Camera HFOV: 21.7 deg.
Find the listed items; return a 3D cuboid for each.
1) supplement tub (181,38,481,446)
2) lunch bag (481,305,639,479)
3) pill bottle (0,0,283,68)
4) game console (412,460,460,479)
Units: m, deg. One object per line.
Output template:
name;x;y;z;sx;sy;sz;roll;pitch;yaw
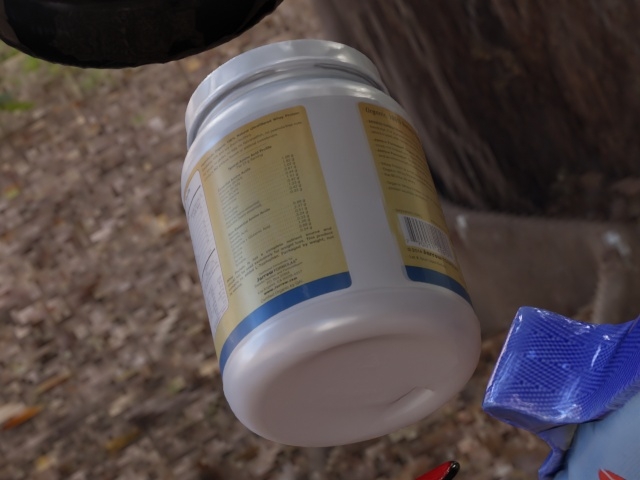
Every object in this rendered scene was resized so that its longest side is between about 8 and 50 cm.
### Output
supplement tub;0.000;0.000;0.950;0.144;0.144;0.200;-23;56;13
lunch bag;0.185;0.065;0.401;0.221;0.293;0.138;96;-168;-71
pill bottle;-0.059;-0.153;0.384;0.122;0.219;0.123;-3;44;3
game console;0.007;0.176;0.706;0.085;0.124;0.144;5;34;43
